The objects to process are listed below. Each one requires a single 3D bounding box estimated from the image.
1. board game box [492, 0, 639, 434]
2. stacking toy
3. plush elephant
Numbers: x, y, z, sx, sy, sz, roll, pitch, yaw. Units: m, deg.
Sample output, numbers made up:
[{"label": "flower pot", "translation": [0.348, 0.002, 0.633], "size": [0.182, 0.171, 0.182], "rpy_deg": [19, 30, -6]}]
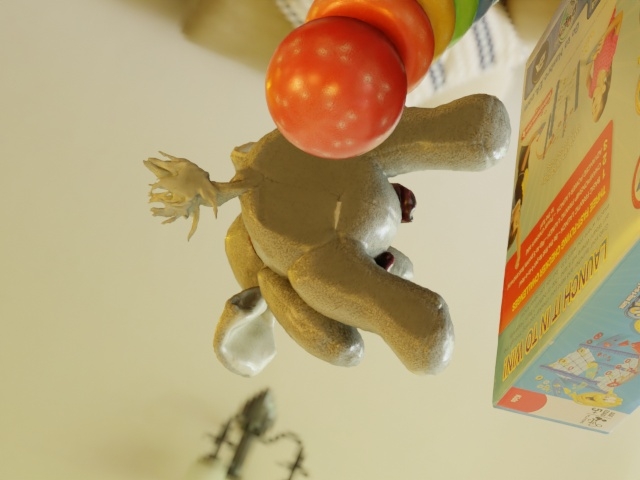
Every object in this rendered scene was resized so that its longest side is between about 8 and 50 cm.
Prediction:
[{"label": "board game box", "translation": [0.210, -0.075, 0.946], "size": [0.086, 0.302, 0.308], "rpy_deg": [14, 149, -7]}, {"label": "stacking toy", "translation": [0.052, -0.166, 1.015], "size": [0.141, 0.330, 0.141], "rpy_deg": [15, 134, 17]}, {"label": "plush elephant", "translation": [0.000, 0.000, 1.447], "size": [0.330, 0.271, 0.255], "rpy_deg": [8, 165, 3]}]
